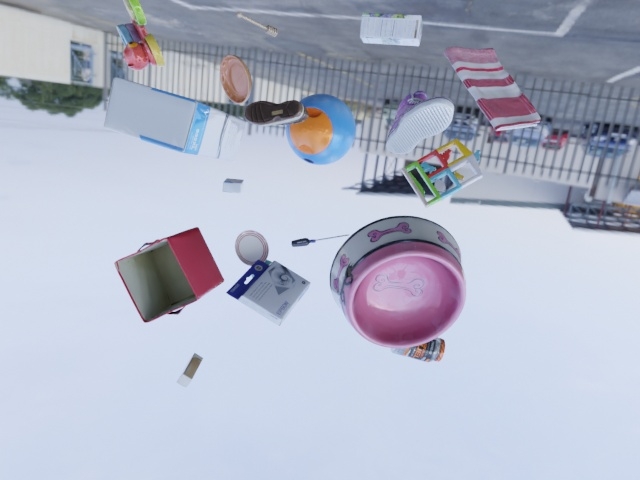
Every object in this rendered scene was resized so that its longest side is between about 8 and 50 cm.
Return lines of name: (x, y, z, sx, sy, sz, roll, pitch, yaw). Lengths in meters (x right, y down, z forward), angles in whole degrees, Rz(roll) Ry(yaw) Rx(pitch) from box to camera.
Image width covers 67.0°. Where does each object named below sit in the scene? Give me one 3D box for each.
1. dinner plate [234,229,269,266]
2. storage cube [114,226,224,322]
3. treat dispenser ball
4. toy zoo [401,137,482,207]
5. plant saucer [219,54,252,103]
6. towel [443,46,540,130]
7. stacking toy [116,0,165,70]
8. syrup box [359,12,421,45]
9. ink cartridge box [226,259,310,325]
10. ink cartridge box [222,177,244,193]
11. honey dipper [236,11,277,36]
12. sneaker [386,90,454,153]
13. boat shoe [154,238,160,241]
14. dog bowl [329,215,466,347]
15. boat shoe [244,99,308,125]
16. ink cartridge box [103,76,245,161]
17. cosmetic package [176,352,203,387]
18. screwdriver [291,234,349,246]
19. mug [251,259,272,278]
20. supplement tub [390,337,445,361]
dinner plate: (-0.259, 0.030, 1.816, 0.141, 0.141, 0.017, -2, 168, -34)
storage cube: (-0.420, 0.093, 1.373, 0.184, 0.214, 0.193, -24, -174, 15)
treat dispenser ball: (0.002, -0.456, 1.996, 0.289, 0.287, 0.288, 7, -166, -2)
toy zoo: (0.495, -0.276, 1.902, 0.294, 0.192, 0.030, -30, 159, 3)
plant saucer: (-0.352, -0.681, 2.042, 0.200, 0.199, 0.037, 20, -144, 41)
towel: (0.565, -0.504, 1.583, 0.237, 0.328, 0.037, -15, 160, -33)
stacking toy: (-0.721, -0.791, 1.805, 0.131, 0.279, 0.309, -28, -137, -14)
syrup box: (0.283, -0.843, 1.933, 0.237, 0.096, 0.093, 8, -171, 13)
ink cartridge box: (-0.180, 0.166, 1.709, 0.224, 0.045, 0.223, 29, -139, 9)
ink cartridge box: (-0.422, -0.266, 2.346, 0.089, 0.052, 0.122, 5, -166, -5)
honey dipper: (-0.223, -0.757, 1.691, 0.161, 0.030, 0.031, 8, -169, -39)
sneaker: (0.266, -0.354, 1.296, 0.102, 0.160, 0.282, 22, 165, -16)
boat shoe: (-0.569, 0.076, 1.782, 0.063, 0.169, 0.059, -15, 179, 27)
dog bowl: (0.236, 0.140, 1.409, 0.409, 0.407, 0.150, 6, -151, -8)
boat shoe: (-0.160, -0.463, 1.794, 0.258, 0.095, 0.095, 9, -179, 30)
ink cartridge box: (-0.363, -0.303, 1.259, 0.223, 0.128, 0.307, 18, -171, 10)
cosmetic package: (-0.482, 0.479, 1.790, 0.041, 0.060, 0.115, 35, -150, -10)
screwdriver: (0.000, 0.000, 1.391, 0.170, 0.024, 0.025, -5, -129, 4)
mug: (-0.281, 0.184, 2.489, 0.130, 0.157, 0.097, -23, -153, 42)
supplement tub: (0.375, 0.400, 1.868, 0.191, 0.116, 0.117, 15, -166, -3)
